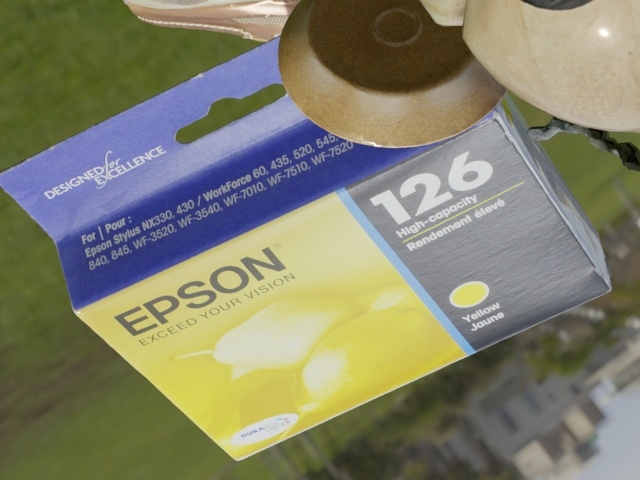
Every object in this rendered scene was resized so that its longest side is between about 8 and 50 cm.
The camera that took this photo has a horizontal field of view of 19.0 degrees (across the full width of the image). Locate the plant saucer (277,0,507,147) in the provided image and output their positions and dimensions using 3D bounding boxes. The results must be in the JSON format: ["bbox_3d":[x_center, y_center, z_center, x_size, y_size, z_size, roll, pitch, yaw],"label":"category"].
[{"bbox_3d":[0.026,-0.069,0.656,0.083,0.083,0.015,-35,151,-18],"label":"plant saucer"}]

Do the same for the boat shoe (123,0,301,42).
[{"bbox_3d":[-0.006,-0.184,1.443,0.324,0.116,0.123,2,-135,32],"label":"boat shoe"}]

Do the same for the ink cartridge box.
[{"bbox_3d":[0.000,0.000,1.236,0.304,0.072,0.307,-25,142,15],"label":"ink cartridge box"}]

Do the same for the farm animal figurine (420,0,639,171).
[{"bbox_3d":[0.039,-0.160,0.398,0.330,0.326,0.172,-22,-160,-4],"label":"farm animal figurine"}]
